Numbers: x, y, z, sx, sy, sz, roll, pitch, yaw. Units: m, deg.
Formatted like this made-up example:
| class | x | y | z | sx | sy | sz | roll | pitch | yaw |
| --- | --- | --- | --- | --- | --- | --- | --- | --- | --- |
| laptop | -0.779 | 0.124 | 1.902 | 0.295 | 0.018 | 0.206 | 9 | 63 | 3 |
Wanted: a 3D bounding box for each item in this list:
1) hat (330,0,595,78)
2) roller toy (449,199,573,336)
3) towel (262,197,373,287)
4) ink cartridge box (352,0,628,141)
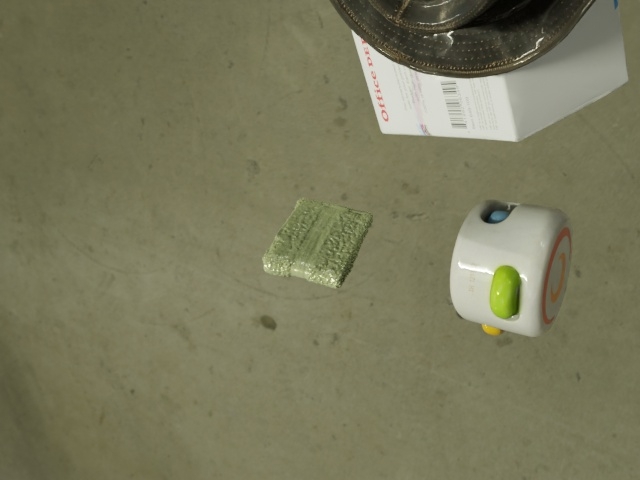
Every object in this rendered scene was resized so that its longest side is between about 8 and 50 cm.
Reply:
| class | x | y | z | sx | sy | sz | roll | pitch | yaw |
| --- | --- | --- | --- | --- | --- | --- | --- | --- | --- |
| hat | 0.105 | -0.277 | 0.500 | 0.332 | 0.134 | 0.331 | 14 | 127 | 20 |
| roller toy | 0.283 | 0.039 | 0.921 | 0.146 | 0.209 | 0.191 | 12 | 73 | 33 |
| towel | 0.000 | 0.000 | 0.768 | 0.110 | 0.148 | 0.027 | 12 | 131 | 13 |
| ink cartridge box | 0.198 | -0.256 | 0.780 | 0.270 | 0.197 | 0.198 | 22 | 136 | 59 |
